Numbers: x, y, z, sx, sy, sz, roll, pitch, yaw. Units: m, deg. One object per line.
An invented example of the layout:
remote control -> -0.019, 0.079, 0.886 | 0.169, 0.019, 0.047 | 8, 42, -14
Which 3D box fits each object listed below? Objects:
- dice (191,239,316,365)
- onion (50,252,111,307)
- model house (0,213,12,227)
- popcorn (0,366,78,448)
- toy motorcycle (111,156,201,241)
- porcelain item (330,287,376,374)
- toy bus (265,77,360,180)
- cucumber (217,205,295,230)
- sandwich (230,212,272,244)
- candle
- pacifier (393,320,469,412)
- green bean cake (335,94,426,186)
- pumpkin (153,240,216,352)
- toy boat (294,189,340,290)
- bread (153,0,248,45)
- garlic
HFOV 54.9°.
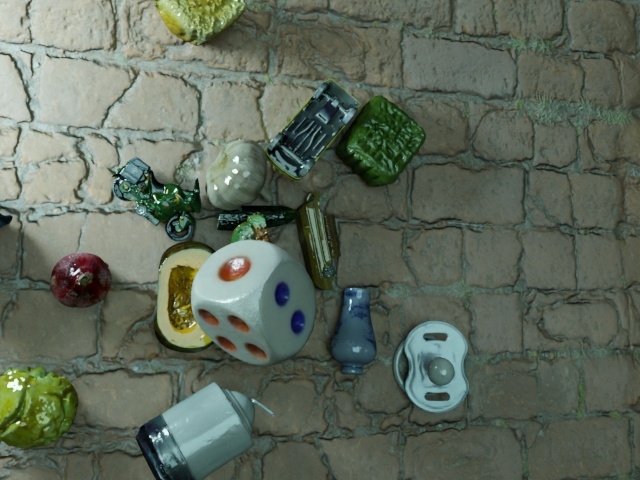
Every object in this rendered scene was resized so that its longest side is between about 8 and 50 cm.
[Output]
dice -> -0.174, 0.163, 1.625 | 0.243, 0.259, 0.251 | -56, 134, -36
onion -> -0.632, 0.106, 1.634 | 0.159, 0.195, 0.160 | 1, 88, -26
model house -> -0.978, -0.077, 1.542 | 0.303, 0.215, 0.237 | 43, 75, -4
popcorn -> -0.743, 0.429, 1.582 | 0.221, 0.183, 0.204 | 27, 84, -14
toy motorcycle -> -0.450, -0.137, 1.752 | 0.274, 0.125, 0.187 | 37, 85, -11
porcelain item -> 0.103, 0.278, 1.882 | 0.141, 0.141, 0.259 | 8, 76, -16
toy bus -> -0.032, -0.327, 1.880 | 0.144, 0.152, 0.330 | 40, 73, -5
cucumber -> -0.192, -0.068, 1.848 | 0.241, 0.074, 0.075 | -3, 86, -18
sandwich -> -0.181, 0.030, 1.775 | 0.109, 0.185, 0.160 | -27, 65, -21
candle -> -0.315, 0.525, 1.687 | 0.342, 0.221, 0.221 | -29, 94, -21
pacifier -> 0.349, 0.392, 1.901 | 0.238, 0.226, 0.287 | 3, 83, 2
green bean cake -> 0.189, -0.309, 1.958 | 0.222, 0.125, 0.248 | 38, 76, -11
pumpkin -> -0.353, 0.159, 1.749 | 0.221, 0.139, 0.317 | 4, 81, -14
toy boat -> 0.000, 0.000, 1.892 | 0.115, 0.089, 0.310 | -12, 89, -21
bread -> -0.355, -0.655, 1.790 | 0.262, 0.204, 0.163 | 4, 96, -20
garlic -> -0.212, -0.176, 1.798 | 0.212, 0.218, 0.219 | 29, 76, -38
